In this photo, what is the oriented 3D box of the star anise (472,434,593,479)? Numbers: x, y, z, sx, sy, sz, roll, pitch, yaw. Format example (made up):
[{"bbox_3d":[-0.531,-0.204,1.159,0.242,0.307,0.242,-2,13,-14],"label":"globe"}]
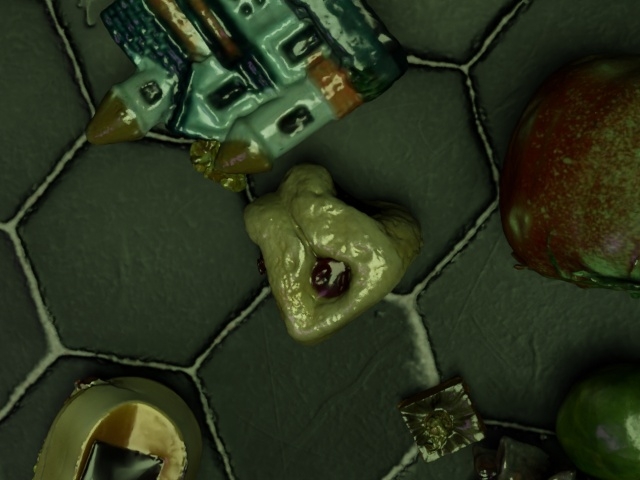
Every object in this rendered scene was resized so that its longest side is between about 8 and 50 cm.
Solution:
[{"bbox_3d":[0.255,0.292,1.605,0.231,0.209,0.089,24,69,28],"label":"star anise"}]

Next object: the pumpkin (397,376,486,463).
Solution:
[{"bbox_3d":[0.133,0.196,1.646,0.083,0.054,0.074,-25,101,13],"label":"pumpkin"}]

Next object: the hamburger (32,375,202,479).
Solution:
[{"bbox_3d":[-0.220,0.247,1.633,0.173,0.116,0.210,13,102,-12],"label":"hamburger"}]

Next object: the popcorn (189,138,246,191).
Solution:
[{"bbox_3d":[-0.099,-0.084,1.562,0.068,0.059,0.083,-22,113,6],"label":"popcorn"}]

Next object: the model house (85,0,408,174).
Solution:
[{"bbox_3d":[-0.103,-0.175,1.452,0.291,0.184,0.253,-38,104,1],"label":"model house"}]

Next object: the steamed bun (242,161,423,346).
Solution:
[{"bbox_3d":[0.000,0.000,1.547,0.172,0.141,0.155,-40,98,14],"label":"steamed bun"}]

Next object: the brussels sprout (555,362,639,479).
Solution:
[{"bbox_3d":[0.343,0.207,1.601,0.180,0.144,0.162,10,130,-10],"label":"brussels sprout"}]

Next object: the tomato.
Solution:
[{"bbox_3d":[0.325,-0.061,1.476,0.303,0.303,0.239,10,90,-3],"label":"tomato"}]
